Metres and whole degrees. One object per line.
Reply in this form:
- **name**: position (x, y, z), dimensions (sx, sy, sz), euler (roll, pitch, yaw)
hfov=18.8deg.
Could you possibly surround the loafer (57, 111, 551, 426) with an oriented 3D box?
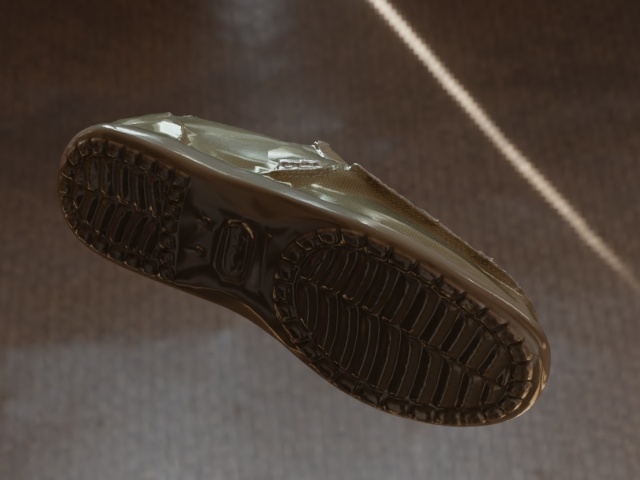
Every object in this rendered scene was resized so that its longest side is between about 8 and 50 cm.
- **loafer**: position (0.000, 0.000, 0.977), dimensions (0.268, 0.102, 0.092), euler (28, 36, 9)
